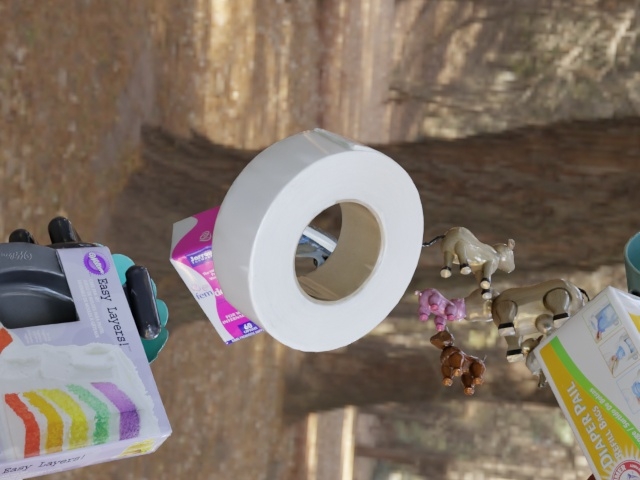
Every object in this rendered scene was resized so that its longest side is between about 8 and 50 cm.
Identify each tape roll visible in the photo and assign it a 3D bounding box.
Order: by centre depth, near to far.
[{"bbox_3d":[0.000,0.000,1.508,0.100,0.286,0.286,30,-55,50],"label":"tape roll"}]

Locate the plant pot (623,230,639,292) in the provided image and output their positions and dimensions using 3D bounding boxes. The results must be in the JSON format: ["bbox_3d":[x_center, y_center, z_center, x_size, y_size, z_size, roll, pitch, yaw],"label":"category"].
[{"bbox_3d":[0.535,0.122,1.429,0.293,0.293,0.235,-75,160,-69],"label":"plant pot"}]

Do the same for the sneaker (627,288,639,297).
[{"bbox_3d":[0.327,0.078,1.128,0.083,0.031,0.035,-133,-145,-55],"label":"sneaker"}]

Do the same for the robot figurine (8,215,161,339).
[{"bbox_3d":[-0.352,0.109,1.564,0.173,0.209,0.278,10,55,-52],"label":"robot figurine"}]

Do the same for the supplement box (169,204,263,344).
[{"bbox_3d":[-0.165,0.060,1.992,0.114,0.111,0.220,-93,158,-54],"label":"supplement box"}]

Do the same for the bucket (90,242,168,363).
[{"bbox_3d":[-0.429,0.159,2.001,0.183,0.281,0.281,-46,-153,44],"label":"bucket"}]

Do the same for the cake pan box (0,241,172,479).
[{"bbox_3d":[-0.319,0.129,1.256,0.070,0.245,0.267,-47,-124,42],"label":"cake pan box"}]

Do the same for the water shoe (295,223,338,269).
[{"bbox_3d":[-0.061,-0.006,2.206,0.080,0.203,0.073,-61,-165,8],"label":"water shoe"}]

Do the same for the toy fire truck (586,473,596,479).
[{"bbox_3d":[0.550,0.440,1.790,0.302,0.169,0.254,-51,-173,20],"label":"toy fire truck"}]

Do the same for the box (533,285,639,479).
[{"bbox_3d":[0.299,0.158,1.020,0.103,0.114,0.203,-47,-136,29],"label":"box"}]

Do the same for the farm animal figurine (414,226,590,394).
[{"bbox_3d":[0.334,0.114,2.068,0.172,0.326,0.330,-81,173,-51],"label":"farm animal figurine"}]
